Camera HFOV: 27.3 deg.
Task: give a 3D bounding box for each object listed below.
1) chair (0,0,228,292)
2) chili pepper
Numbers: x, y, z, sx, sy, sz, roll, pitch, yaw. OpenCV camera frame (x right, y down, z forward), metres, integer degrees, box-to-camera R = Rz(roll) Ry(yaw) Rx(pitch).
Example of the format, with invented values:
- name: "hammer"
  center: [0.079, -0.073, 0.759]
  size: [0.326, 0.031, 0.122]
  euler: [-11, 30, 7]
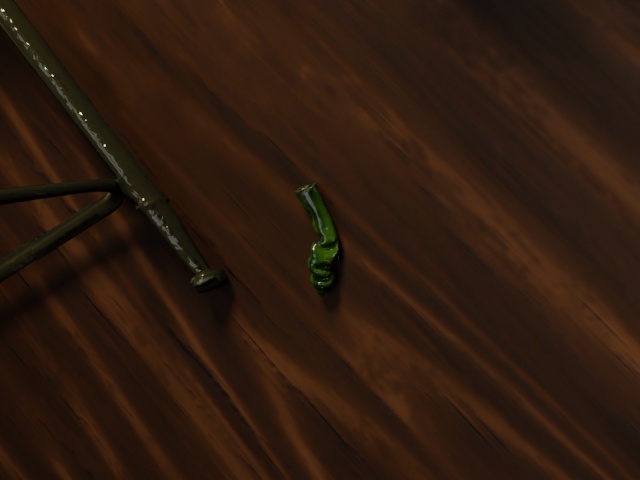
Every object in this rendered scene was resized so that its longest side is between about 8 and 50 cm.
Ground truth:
- name: "chair"
  center: [-0.372, -0.071, 1.005]
  size: [0.362, 0.364, 0.410]
  euler: [-28, 78, 37]
- name: "chili pepper"
  center: [0.000, 0.000, 0.944]
  size: [0.027, 0.022, 0.083]
  euler: [-8, 95, 4]
